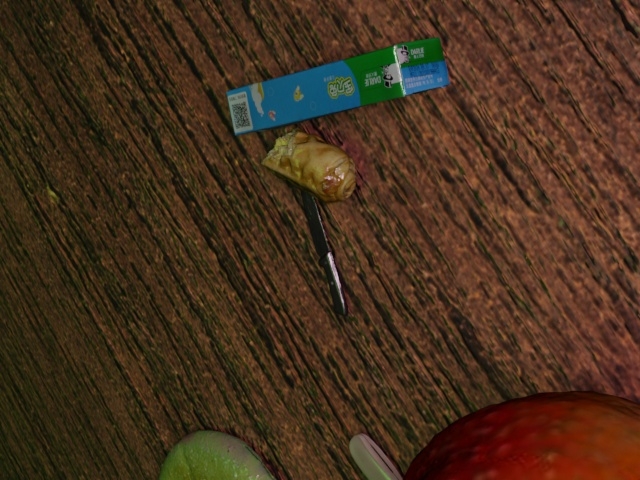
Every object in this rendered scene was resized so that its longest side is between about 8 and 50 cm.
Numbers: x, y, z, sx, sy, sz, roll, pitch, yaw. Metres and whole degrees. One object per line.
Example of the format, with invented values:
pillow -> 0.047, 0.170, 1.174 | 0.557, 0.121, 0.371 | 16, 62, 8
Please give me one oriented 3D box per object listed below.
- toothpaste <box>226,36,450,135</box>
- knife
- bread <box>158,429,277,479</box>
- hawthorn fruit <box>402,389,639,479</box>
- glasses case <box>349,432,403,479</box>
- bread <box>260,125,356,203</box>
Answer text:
toothpaste -> 0.010, -0.149, 1.320 | 0.267, 0.065, 0.050 | -7, 96, 51
knife -> 0.000, 0.000, 1.431 | 0.023, 0.010, 0.170 | -16, 90, 45
bread -> -0.112, 0.382, 1.683 | 0.301, 0.045, 0.301 | 20, 119, 43
hawthorn fruit -> 0.229, 0.314, 1.027 | 0.403, 0.403, 0.402 | 21, 120, 43
glasses case -> 0.061, 0.244, 1.444 | 0.083, 0.021, 0.032 | 49, 135, 25
bread -> -0.009, -0.077, 1.373 | 0.110, 0.060, 0.066 | 31, 141, 40
